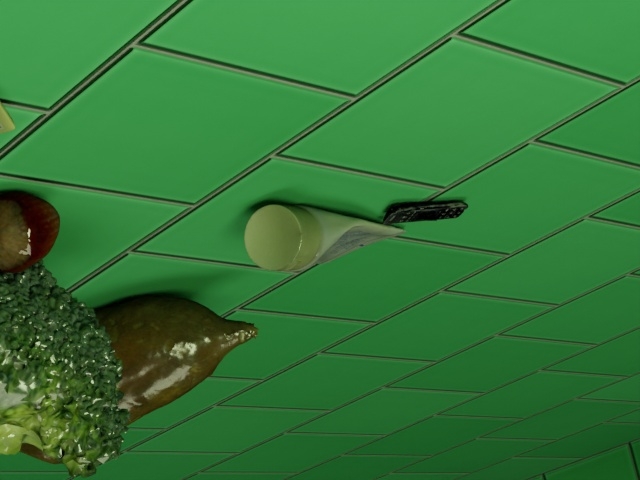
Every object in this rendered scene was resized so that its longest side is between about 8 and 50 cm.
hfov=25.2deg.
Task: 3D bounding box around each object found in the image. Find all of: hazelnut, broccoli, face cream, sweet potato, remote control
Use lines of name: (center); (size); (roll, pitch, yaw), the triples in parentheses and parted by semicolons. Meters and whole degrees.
hazelnut: (-0.290, -0.010, 1.373); (0.086, 0.086, 0.086); (-10, 159, -4)
broccoli: (-0.357, 0.178, 1.469); (0.353, 0.275, 0.397); (11, 131, 24)
face cream: (0.000, 0.000, 1.583); (0.114, 0.070, 0.224); (-21, 169, 26)
sweet potato: (-0.248, 0.151, 1.713); (0.370, 0.158, 0.158); (-30, 154, 18)
remote control: (0.116, -0.033, 1.599); (0.096, 0.014, 0.039); (-4, 158, -22)

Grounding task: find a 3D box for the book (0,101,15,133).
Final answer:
book: (-0.302, -0.114, 1.161); (0.077, 0.014, 0.111); (-13, 152, 3)
